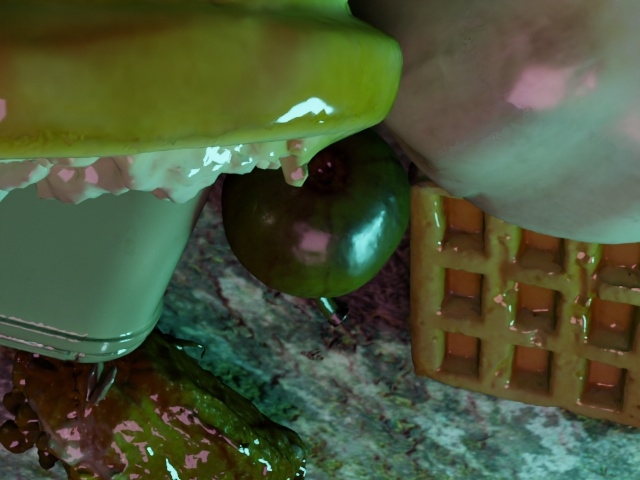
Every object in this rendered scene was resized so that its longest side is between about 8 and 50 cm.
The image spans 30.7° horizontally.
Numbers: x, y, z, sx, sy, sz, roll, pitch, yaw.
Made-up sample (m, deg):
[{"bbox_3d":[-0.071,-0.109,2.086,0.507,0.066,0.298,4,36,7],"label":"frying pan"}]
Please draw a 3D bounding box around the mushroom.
[{"bbox_3d":[0.131,-0.119,0.649,0.254,0.234,0.260,-28,95,-19],"label":"mushroom"}]

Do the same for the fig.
[{"bbox_3d":[0.000,0.000,0.817,0.124,0.124,0.236,-6,158,1],"label":"fig"}]

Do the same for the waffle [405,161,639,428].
[{"bbox_3d":[0.181,0.042,0.821,0.248,0.055,0.221,11,138,17],"label":"waffle"}]

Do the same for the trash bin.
[{"bbox_3d":[-0.179,-0.057,0.720,0.243,0.121,0.247,17,127,-20],"label":"trash bin"}]

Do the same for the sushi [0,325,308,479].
[{"bbox_3d":[-0.131,0.170,0.920,0.179,0.167,0.296,-44,132,4],"label":"sushi"}]

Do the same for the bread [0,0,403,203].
[{"bbox_3d":[-0.086,-0.136,0.468,0.316,0.211,0.270,-6,111,-48],"label":"bread"}]
